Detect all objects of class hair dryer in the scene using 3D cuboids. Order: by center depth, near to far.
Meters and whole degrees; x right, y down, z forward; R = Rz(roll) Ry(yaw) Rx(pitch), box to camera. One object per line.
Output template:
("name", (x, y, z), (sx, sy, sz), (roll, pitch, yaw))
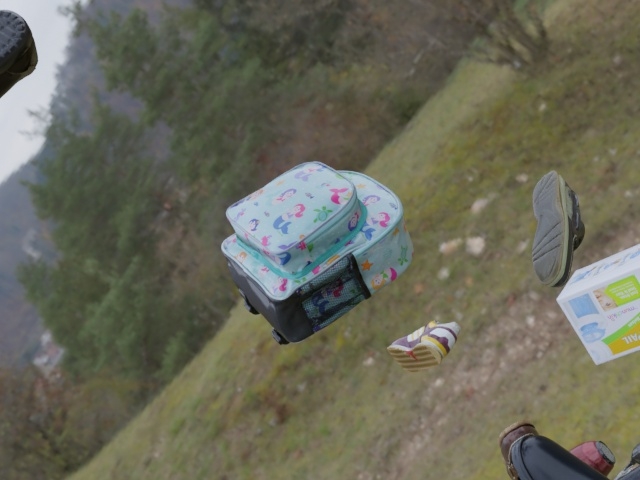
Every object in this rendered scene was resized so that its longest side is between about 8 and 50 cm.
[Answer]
("hair dryer", (0.449, 0.432, 1.781), (0.223, 0.080, 0.293), (-33, -8, -29))

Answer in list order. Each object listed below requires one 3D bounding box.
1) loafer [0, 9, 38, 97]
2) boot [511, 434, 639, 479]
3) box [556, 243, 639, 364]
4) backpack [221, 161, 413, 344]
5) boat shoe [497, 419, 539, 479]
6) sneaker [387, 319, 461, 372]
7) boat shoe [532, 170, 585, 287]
("loafer", (-0.365, -0.134, 0.997), (0.220, 0.080, 0.078), (-35, -24, 0))
("boot", (0.409, 0.323, 1.362), (0.207, 0.246, 0.094), (-48, -11, 36))
("box", (0.445, 0.070, 1.361), (0.203, 0.114, 0.103), (-29, 6, 38))
("backpack", (0.000, 0.000, 1.470), (0.253, 0.191, 0.225), (-27, 35, -18))
("boat shoe", (0.358, 0.379, 1.761), (0.073, 0.207, 0.073), (-26, 57, 0))
("sneaker", (0.195, 0.192, 1.859), (0.084, 0.069, 0.185), (-43, 10, -23))
("boat shoe", (0.386, -0.015, 1.603), (0.080, 0.073, 0.224), (-47, 27, 44))
